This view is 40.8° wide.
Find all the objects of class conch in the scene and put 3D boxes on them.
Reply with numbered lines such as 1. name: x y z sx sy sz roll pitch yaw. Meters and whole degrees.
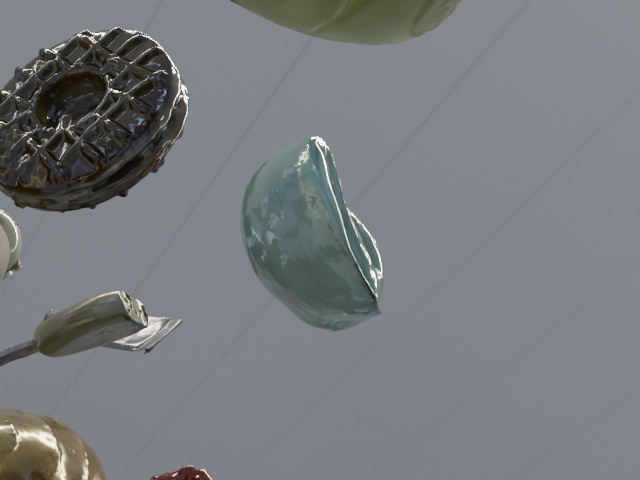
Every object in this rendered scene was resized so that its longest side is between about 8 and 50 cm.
1. conch: -0.003 0.004 0.796 0.121 0.185 0.221 -42 -31 -9

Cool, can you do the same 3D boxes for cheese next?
1. cheese: -0.283 0.105 0.914 0.192 0.037 0.097 -21 -18 1

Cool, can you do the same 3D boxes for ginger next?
1. ginger: -0.349 0.275 0.917 0.166 0.375 0.236 -36 -108 15

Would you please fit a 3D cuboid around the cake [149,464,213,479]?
1. cake: -0.196 0.407 0.782 0.320 0.270 0.269 -9 -67 -24

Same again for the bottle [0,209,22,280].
1. bottle: -0.529 0.012 1.296 0.148 0.236 0.147 0 -80 -1

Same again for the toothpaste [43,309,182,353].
1. toothpaste: -0.399 0.162 1.592 0.282 0.099 0.068 2 -34 29

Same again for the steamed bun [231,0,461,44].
1. steamed bun: 0.027 -0.319 0.801 0.273 0.272 0.290 43 -28 15

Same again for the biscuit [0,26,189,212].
1. biscuit: -0.359 -0.189 1.310 0.332 0.332 0.103 -7 -34 15
